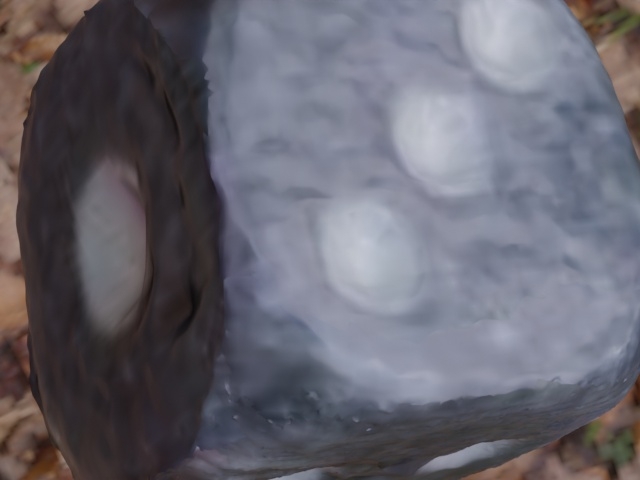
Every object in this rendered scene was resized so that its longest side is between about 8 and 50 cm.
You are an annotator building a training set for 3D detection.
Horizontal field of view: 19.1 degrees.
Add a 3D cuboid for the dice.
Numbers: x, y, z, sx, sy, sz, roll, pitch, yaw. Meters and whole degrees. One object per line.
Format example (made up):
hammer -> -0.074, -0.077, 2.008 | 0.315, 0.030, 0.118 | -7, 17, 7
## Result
dice -> 0.000, 0.000, 0.699 | 0.183, 0.181, 0.182 | -4, 73, -30
